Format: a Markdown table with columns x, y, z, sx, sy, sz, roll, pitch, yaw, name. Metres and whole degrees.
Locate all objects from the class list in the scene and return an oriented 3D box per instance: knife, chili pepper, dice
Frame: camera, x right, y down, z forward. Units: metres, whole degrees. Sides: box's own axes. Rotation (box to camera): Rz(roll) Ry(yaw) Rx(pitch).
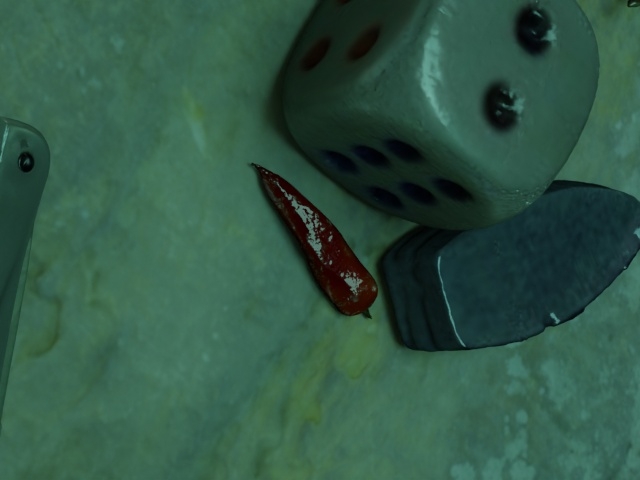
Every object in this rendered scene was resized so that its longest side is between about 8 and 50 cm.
| x | y | z | sx | sy | sz | roll | pitch | yaw | name |
| --- | --- | --- | --- | --- | --- | --- | --- | --- | --- |
| -0.244 | 0.043 | 1.080 | 0.073 | 0.040 | 0.265 | 18 | 78 | -43 | knife |
| 0.000 | 0.000 | 1.248 | 0.045 | 0.027 | 0.178 | -44 | 110 | -26 | chili pepper |
| 0.098 | -0.131 | 1.220 | 0.194 | 0.193 | 0.192 | 39 | 67 | -28 | dice |

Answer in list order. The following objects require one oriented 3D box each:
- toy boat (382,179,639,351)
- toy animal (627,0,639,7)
| x | y | z | sx | sy | sz | roll | pitch | yaw | name |
| --- | --- | --- | --- | --- | --- | --- | --- | --- | --- |
| 0.187 | 0.014 | 1.344 | 0.283 | 0.078 | 0.127 | -21 | 97 | -31 | toy boat |
| 0.372 | -0.278 | 1.485 | 0.086 | 0.069 | 0.220 | 50 | 56 | 2 | toy animal |
